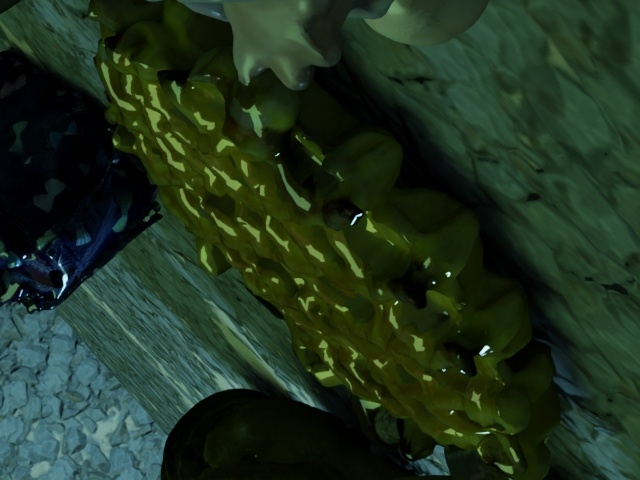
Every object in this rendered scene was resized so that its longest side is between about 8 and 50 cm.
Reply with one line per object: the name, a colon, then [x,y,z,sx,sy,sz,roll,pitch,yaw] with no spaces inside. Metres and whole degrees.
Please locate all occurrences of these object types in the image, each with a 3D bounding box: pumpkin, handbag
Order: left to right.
handbag: [-0.232,-0.040,1.166,0.260,0.162,0.113,29,157,45]
pumpkin: [-0.056,0.243,1.456,0.223,0.157,0.223,50,157,31]

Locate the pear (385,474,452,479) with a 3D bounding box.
pear: [0.065,0.272,0.902,0.281,0.281,0.281,44,167,13]

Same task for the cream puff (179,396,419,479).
cream puff: [-0.008,0.240,1.198,0.244,0.196,0.244,16,-158,-7]

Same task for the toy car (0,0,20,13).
toy car: [-0.229,-0.183,0.709,0.242,0.226,0.336,51,-167,-18]

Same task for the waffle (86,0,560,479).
waffle: [0.003,0.006,0.764,0.329,0.062,0.329,43,167,13]

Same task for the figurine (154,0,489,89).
figurine: [-0.015,-0.108,0.327,0.276,0.133,0.200,28,153,53]
